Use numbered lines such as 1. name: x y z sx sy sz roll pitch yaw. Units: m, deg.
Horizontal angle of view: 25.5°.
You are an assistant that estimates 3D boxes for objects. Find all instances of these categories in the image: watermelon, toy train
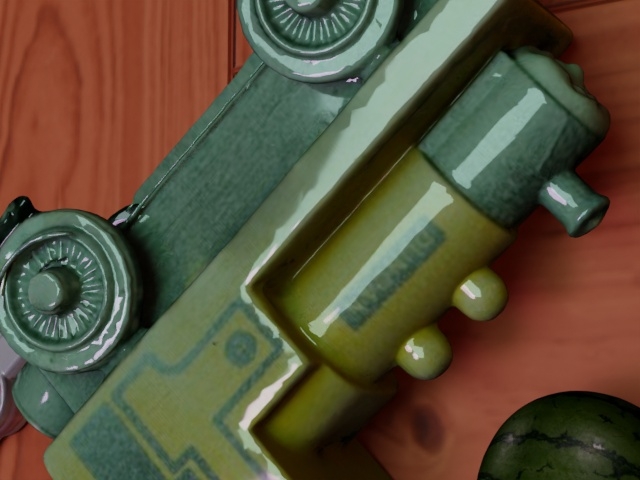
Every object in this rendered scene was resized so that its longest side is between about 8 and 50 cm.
1. watermelon: 0.121 0.116 0.628 0.109 0.109 0.109 -7 77 30
2. toy train: 0.000 0.000 0.704 0.369 0.150 0.237 -48 69 14

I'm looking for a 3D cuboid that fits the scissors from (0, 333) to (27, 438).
1. scissors: -0.204 0.099 0.868 0.242 0.030 0.118 -47 62 18
